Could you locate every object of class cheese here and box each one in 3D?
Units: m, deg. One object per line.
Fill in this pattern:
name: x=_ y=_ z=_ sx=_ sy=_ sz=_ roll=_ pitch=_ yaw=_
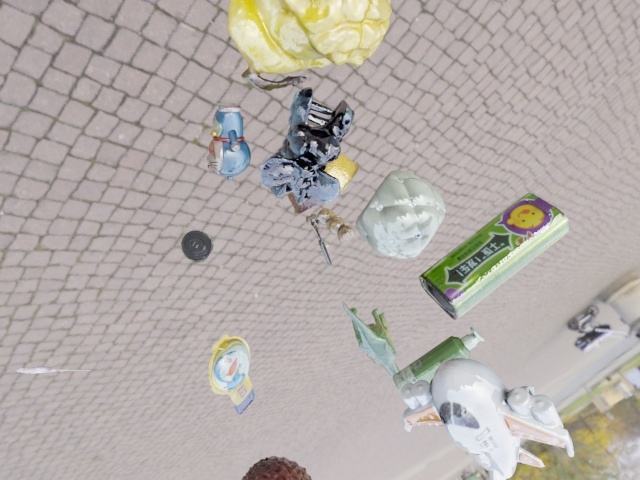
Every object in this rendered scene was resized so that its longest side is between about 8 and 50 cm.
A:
cheese: x=-0.258 y=0.397 z=1.531 sx=0.177 sy=0.069 sz=0.270 roll=-44 pitch=130 yaw=-44

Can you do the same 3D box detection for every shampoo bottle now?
shampoo bottle: x=0.248 y=0.250 z=1.066 sx=0.205 sy=0.065 sz=0.065 roll=-38 pitch=150 yaw=11

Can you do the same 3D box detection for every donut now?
donut: x=-0.002 y=-0.198 z=1.804 sx=0.295 sy=0.151 sz=0.112 roll=-38 pitch=111 yaw=10

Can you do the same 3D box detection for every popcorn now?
popcorn: x=-0.034 y=-0.498 z=1.143 sx=0.381 sy=0.349 sz=0.349 roll=-53 pitch=147 yaw=10

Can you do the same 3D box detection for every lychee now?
lychee: x=-0.110 y=0.625 z=1.158 sx=0.261 sy=0.260 sz=0.260 roll=-24 pitch=150 yaw=-15

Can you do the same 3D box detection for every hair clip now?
hair clip: x=-0.036 y=-0.206 z=1.259 sx=0.195 sy=0.206 sz=0.310 roll=18 pitch=141 yaw=-12

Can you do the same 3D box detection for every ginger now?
ginger: x=0.063 y=-0.062 z=2.135 sx=0.104 sy=0.204 sz=0.080 roll=2 pitch=122 yaw=-50

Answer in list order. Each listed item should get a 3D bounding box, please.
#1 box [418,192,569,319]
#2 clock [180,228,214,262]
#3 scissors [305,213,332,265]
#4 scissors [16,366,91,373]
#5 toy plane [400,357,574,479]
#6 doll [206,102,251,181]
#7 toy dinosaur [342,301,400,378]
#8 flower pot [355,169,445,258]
box: x=0.403 y=0.036 z=1.202 sx=0.346 sy=0.134 sz=0.097 roll=-37 pitch=138 yaw=-8
clock: x=-0.286 y=0.011 z=1.182 sx=0.074 sy=0.083 sz=0.010 roll=-54 pitch=167 yaw=-3
scissors: x=0.000 y=0.000 z=2.027 sx=0.017 sy=0.220 sz=0.088 roll=-19 pitch=-176 yaw=25
scissors: x=-0.727 y=0.358 z=1.416 sx=0.100 sy=0.015 sz=0.189 roll=-16 pitch=160 yaw=39
toy plane: x=0.229 y=0.267 z=0.734 sx=0.117 sy=0.245 sz=0.244 roll=-57 pitch=168 yaw=-38
doll: x=-0.179 y=-0.188 z=0.998 sx=0.086 sy=0.114 sz=0.151 roll=-6 pitch=114 yaw=-21
toy dinosaur: x=0.170 y=0.338 z=1.402 sx=0.087 sy=0.300 sz=0.447 roll=-25 pitch=147 yaw=20
flower pot: x=0.225 y=-0.067 z=1.425 sx=0.246 sy=0.195 sz=0.246 roll=-55 pitch=175 yaw=-7
